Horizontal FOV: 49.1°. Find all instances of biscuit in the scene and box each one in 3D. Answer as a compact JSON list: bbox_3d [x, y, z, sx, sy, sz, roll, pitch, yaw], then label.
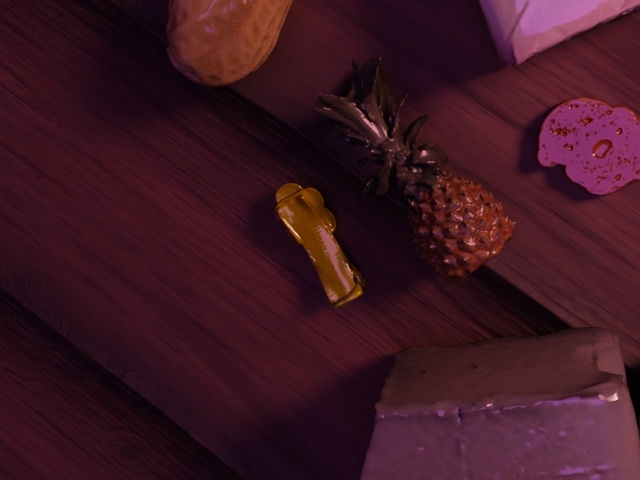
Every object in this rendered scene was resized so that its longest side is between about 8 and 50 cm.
[{"bbox_3d":[0.313,-0.108,0.797,0.130,0.019,0.102,25,110,11],"label":"biscuit"}]

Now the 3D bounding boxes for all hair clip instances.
[{"bbox_3d":[0.000,0.000,0.914,0.072,0.046,0.173,-32,94,20],"label":"hair clip"}]

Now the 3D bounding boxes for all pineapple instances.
[{"bbox_3d":[0.108,-0.088,0.821,0.277,0.119,0.130,49,132,3],"label":"pineapple"}]

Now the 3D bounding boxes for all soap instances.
[{"bbox_3d":[0.216,0.345,0.849,0.350,0.213,0.435,-6,102,21],"label":"soap"}]

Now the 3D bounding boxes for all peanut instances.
[{"bbox_3d":[-0.087,-0.325,0.810,0.147,0.147,0.306,33,111,8],"label":"peanut"}]

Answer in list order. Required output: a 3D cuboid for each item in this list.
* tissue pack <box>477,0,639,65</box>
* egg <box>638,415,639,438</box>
[{"bbox_3d":[0.228,-0.339,0.710,0.201,0.124,0.271,-21,98,25],"label":"tissue pack"},{"bbox_3d":[0.426,0.195,0.778,0.131,0.131,0.164,28,101,9],"label":"egg"}]
